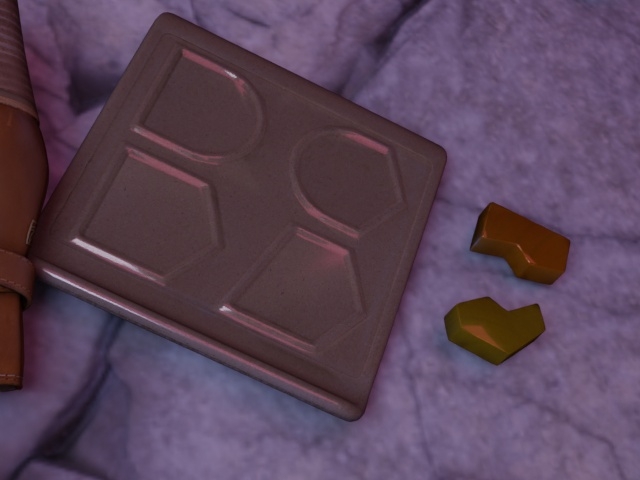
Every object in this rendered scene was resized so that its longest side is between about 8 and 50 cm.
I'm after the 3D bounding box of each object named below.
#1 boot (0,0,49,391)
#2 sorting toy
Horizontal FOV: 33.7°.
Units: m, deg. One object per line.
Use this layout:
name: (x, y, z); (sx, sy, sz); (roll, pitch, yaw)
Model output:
boot: (-0.281, -0.018, 0.527); (0.283, 0.109, 0.220); (-3, 80, -12)
sorting toy: (0.000, 0.000, 0.651); (0.307, 0.041, 0.229); (26, 53, -6)
